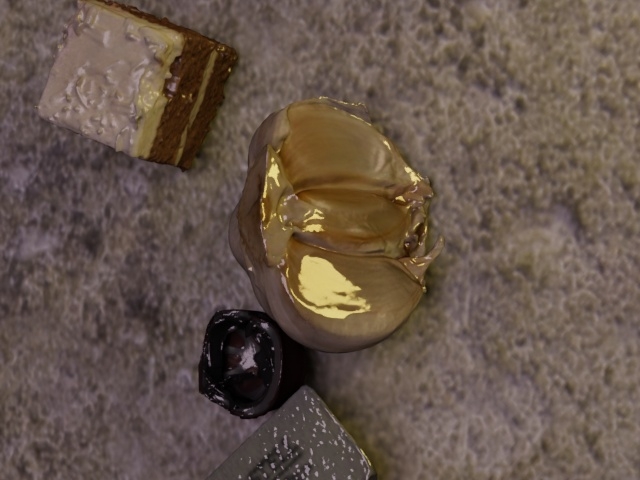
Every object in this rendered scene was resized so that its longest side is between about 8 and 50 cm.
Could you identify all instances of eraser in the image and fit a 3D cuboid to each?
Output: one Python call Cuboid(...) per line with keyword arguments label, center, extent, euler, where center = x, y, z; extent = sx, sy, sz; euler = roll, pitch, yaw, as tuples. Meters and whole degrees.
Cuboid(label="eraser", center=(-0.085, 0.283, 1.607), extent=(0.352, 0.077, 0.111), euler=(-45, 71, 16))

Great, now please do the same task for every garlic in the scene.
Cuboid(label="garlic", center=(0.000, 0.000, 1.560), extent=(0.143, 0.178, 0.229), euler=(-43, 48, 49))

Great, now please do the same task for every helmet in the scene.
Cuboid(label="helmet", center=(-0.053, 0.111, 1.598), extent=(0.123, 0.070, 0.098), euler=(16, 98, 44))

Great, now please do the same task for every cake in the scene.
Cuboid(label="cake", center=(-0.174, -0.146, 1.636), extent=(0.135, 0.147, 0.135), euler=(23, 98, 25))
